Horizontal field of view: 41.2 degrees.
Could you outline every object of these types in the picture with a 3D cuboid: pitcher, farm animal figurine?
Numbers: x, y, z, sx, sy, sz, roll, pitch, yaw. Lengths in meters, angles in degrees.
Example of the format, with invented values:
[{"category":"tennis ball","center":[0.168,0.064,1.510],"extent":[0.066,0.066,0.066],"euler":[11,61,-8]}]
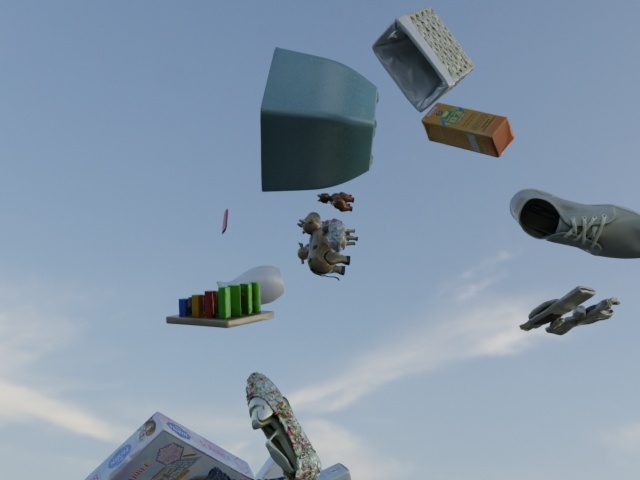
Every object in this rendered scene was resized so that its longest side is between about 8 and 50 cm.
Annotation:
[{"category":"pitcher","center":[-0.225,0.162,2.797],"extent":[0.207,0.125,0.178],"euler":[-15,-16,-5]},{"category":"farm animal figurine","center":[0.000,0.000,2.884],"extent":[0.172,0.327,0.330],"euler":[7,-49,-11]}]

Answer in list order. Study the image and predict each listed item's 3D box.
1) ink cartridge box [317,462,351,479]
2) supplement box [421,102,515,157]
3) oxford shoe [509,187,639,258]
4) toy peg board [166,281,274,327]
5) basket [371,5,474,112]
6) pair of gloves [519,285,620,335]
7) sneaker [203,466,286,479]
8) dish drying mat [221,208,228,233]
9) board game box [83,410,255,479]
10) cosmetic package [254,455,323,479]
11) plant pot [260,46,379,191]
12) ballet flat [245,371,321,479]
[{"category":"ink cartridge box","center":[-0.024,0.655,1.999],"extent":[0.232,0.189,0.066],"euler":[-21,21,-28]},{"category":"supplement box","center":[0.369,-0.281,2.150],"extent":[0.233,0.078,0.080],"euler":[20,-27,46]},{"category":"oxford shoe","center":[0.774,-0.038,2.509],"extent":[0.449,0.130,0.169],"euler":[17,-69,12]},{"category":"toy peg board","center":[-0.205,0.126,1.748],"extent":[0.161,0.079,0.161],"euler":[1,3,32]},{"category":"basket","center":[0.201,-0.353,1.644],"extent":[0.167,0.103,0.113],"euler":[53,-33,2]},{"category":"pair of gloves","center":[0.633,0.189,2.149],"extent":[0.204,0.042,0.240],"euler":[-33,-33,33]},{"category":"sneaker","center":[-0.167,0.509,1.770],"extent":[0.217,0.121,0.079],"euler":[-17,-33,-40]},{"category":"dish drying mat","center":[-0.303,-0.061,2.711],"extent":[0.008,0.083,0.032],"euler":[18,-43,-21]},{"category":"board game box","center":[-0.364,0.569,1.920],"extent":[0.319,0.066,0.318],"euler":[-43,-50,4]},{"category":"cosmetic package","center":[-0.026,0.793,2.558],"extent":[0.365,0.197,0.155],"euler":[40,-18,-1]},{"category":"plant pot","center":[0.003,-0.267,1.961],"extent":[0.252,0.247,0.248],"euler":[6,-44,3]},{"category":"ballet flat","center":[-0.084,0.359,1.624],"extent":[0.077,0.241,0.091],"euler":[-17,-26,-47]}]
